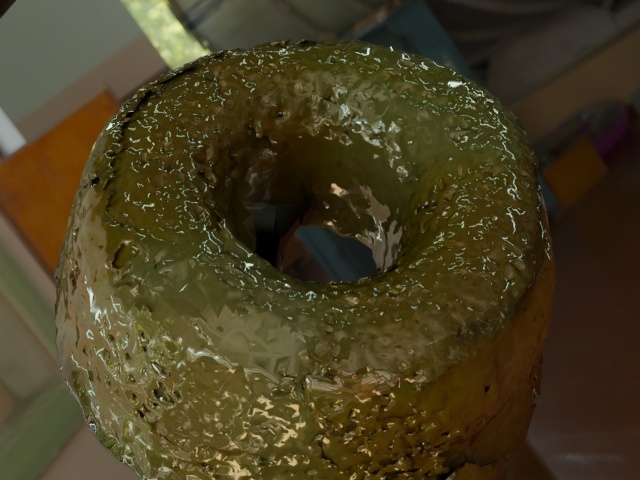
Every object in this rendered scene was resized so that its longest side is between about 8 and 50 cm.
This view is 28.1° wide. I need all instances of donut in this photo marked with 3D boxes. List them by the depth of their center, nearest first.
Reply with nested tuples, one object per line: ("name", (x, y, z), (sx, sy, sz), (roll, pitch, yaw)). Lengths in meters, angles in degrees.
("donut", (0.000, 0.000, 0.616), (0.272, 0.272, 0.107), (-43, -23, -36))

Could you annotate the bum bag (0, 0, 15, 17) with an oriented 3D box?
("bum bag", (-0.224, -0.144, 0.404), (0.144, 0.095, 0.340), (-29, -32, 6))
